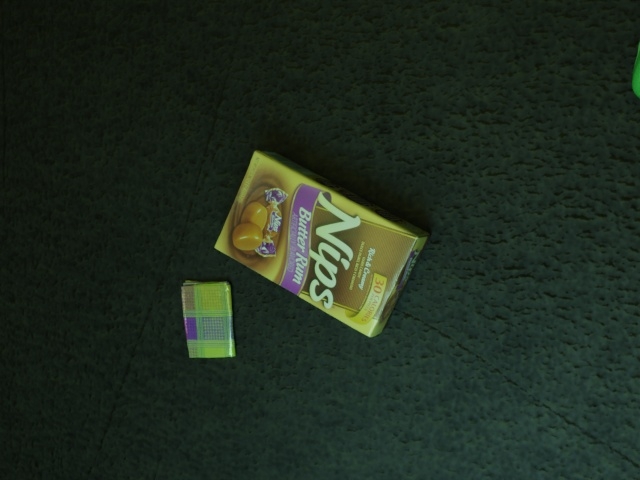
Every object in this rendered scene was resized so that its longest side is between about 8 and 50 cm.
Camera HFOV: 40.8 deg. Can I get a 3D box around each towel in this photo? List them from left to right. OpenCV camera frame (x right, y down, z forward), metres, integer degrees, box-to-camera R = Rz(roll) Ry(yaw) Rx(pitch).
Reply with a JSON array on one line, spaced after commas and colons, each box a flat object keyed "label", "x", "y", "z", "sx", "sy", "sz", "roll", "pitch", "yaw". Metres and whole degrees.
[{"label": "towel", "x": -0.119, "y": 0.083, "z": 0.918, "sx": 0.060, "sy": 0.009, "sz": 0.083, "roll": -4, "pitch": 94, "yaw": 22}]

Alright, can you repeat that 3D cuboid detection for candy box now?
[{"label": "candy box", "x": 0.000, "y": 0.000, "z": 0.839, "sx": 0.186, "sy": 0.053, "sz": 0.109, "roll": 28, "pitch": 104, "yaw": 17}]

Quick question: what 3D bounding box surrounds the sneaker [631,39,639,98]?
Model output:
[{"label": "sneaker", "x": 0.289, "y": -0.252, "z": 0.683, "sx": 0.123, "sy": 0.109, "sz": 0.296, "roll": 16, "pitch": 103, "yaw": 44}]
